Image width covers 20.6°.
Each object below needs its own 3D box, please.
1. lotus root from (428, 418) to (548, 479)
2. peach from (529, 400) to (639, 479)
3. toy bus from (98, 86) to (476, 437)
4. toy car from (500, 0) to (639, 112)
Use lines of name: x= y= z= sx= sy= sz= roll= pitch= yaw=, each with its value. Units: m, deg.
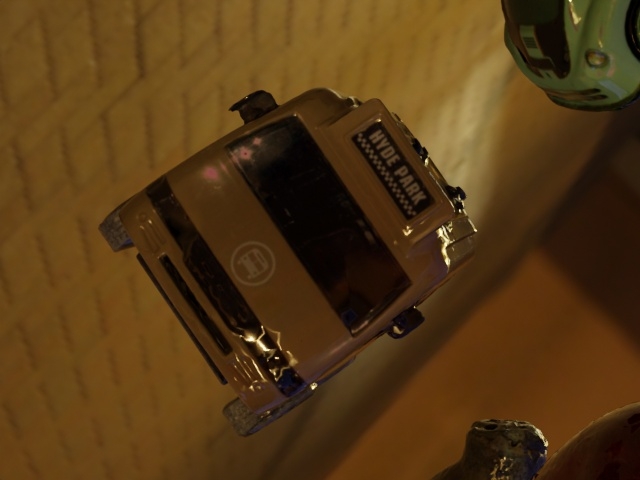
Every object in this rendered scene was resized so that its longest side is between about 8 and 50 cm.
lotus root: x=0.139 y=0.306 z=1.469 sx=0.175 sy=0.175 sz=0.349 roll=-36 pitch=127 yaw=-44
peach: x=0.225 y=0.223 z=1.112 sx=0.245 sy=0.274 sz=0.248 roll=-7 pitch=-157 yaw=41
toy bus: x=0.000 y=0.000 z=0.959 sx=0.157 sy=0.139 sz=0.289 roll=-35 pitch=175 yaw=8
toy car: x=0.203 y=-0.244 z=1.223 sx=0.136 sy=0.125 sz=0.305 roll=17 pitch=-89 yaw=64
